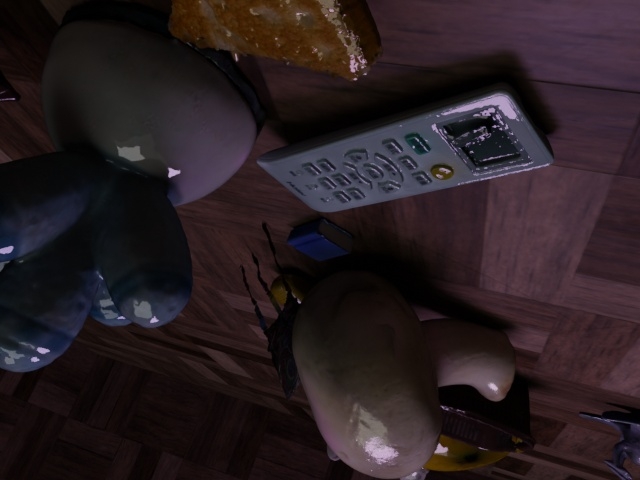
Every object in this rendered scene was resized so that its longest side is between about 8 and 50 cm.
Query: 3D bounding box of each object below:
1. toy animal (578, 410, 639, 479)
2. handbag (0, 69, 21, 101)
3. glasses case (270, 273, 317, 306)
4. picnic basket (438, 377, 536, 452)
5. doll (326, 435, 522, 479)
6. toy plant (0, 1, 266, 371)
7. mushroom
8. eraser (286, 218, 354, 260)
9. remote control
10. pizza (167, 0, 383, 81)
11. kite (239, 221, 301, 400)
[{"bbox_3d":[0.639,0.397,1.203,0.255,0.176,0.239,46,176,43],"label":"toy animal"},{"bbox_3d":[-0.444,-0.228,0.600,0.213,0.127,0.235,15,155,16],"label":"handbag"},{"bbox_3d":[0.013,0.129,1.117,0.234,0.064,0.079,32,147,-23],"label":"glasses case"},{"bbox_3d":[0.274,0.311,1.233,0.297,0.129,0.222,22,156,-8],"label":"picnic basket"},{"bbox_3d":[0.226,0.442,1.407,0.348,0.161,0.423,-41,116,20],"label":"doll"},{"bbox_3d":[-0.221,-0.029,0.607,0.247,0.332,0.247,18,159,7],"label":"toy plant"},{"bbox_3d":[0.094,0.216,0.960,0.356,0.315,0.315,36,153,-32],"label":"mushroom"},{"bbox_3d":[0.000,0.000,0.881,0.063,0.027,0.085,31,156,-23],"label":"eraser"},{"bbox_3d":[0.068,-0.085,0.605,0.293,0.051,0.103,-7,146,41],"label":"remote control"},{"bbox_3d":[-0.055,-0.190,0.460,0.199,0.062,0.188,2,140,49],"label":"pizza"},{"bbox_3d":[-0.066,0.110,0.974,0.015,0.152,0.285,0,129,23],"label":"kite"}]
